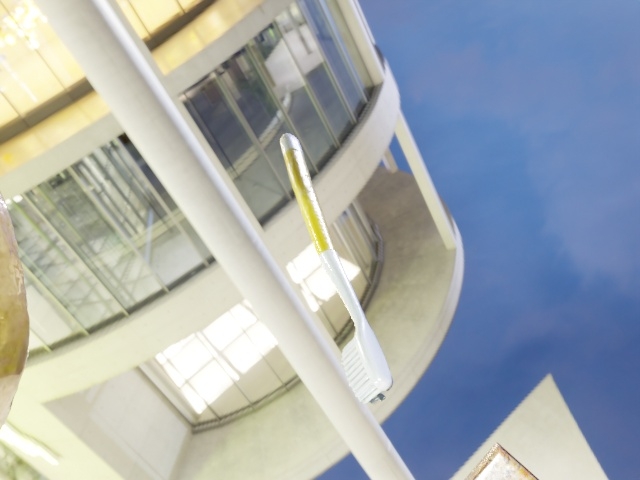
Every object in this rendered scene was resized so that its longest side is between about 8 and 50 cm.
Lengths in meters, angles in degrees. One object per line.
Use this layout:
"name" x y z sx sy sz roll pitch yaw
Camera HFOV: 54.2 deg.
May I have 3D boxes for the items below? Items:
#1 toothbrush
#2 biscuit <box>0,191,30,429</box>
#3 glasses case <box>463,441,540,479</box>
"toothbrush" 0.000 0.000 0.469 0.024 0.021 0.288 -46 -143 22
"biscuit" -0.358 0.023 0.531 0.287 0.057 0.344 -42 -113 30
"glasses case" 0.105 0.277 0.521 0.075 0.049 0.218 41 -91 17
